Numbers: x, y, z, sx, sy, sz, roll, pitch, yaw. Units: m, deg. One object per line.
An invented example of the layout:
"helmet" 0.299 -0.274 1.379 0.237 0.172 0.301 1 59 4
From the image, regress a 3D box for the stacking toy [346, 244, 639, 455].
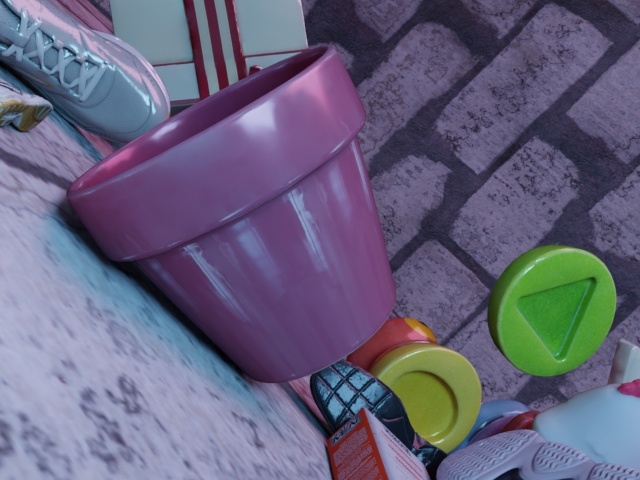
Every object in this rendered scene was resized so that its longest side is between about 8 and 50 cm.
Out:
"stacking toy" 0.194 0.146 0.755 0.309 0.279 0.130 46 -2 -23

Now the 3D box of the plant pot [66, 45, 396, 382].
"plant pot" -0.041 -0.009 0.499 0.180 0.201 0.201 62 -2 -18

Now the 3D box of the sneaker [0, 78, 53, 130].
"sneaker" -0.228 -0.104 0.522 0.037 0.032 0.083 46 2 -1

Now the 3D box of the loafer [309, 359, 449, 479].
"loafer" 0.049 0.167 0.599 0.170 0.062 0.061 49 -19 -6

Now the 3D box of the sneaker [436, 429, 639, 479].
"sneaker" 0.160 0.215 0.424 0.268 0.101 0.153 167 -99 -82

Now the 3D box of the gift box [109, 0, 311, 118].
"gift box" -0.144 -0.241 0.873 0.276 0.255 0.258 160 -78 -88

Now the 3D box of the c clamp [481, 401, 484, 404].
"c clamp" 0.164 0.177 0.904 0.160 0.022 0.137 49 13 22

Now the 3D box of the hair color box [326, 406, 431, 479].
"hair color box" 0.048 0.176 0.480 0.072 0.043 0.141 46 4 -10

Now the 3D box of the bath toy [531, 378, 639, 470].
"bath toy" 0.282 0.246 0.540 0.152 0.129 0.348 19 32 -21

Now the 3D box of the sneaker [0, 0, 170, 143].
"sneaker" -0.258 -0.177 0.645 0.262 0.099 0.121 38 11 -5

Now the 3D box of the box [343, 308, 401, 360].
"box" 0.093 0.156 0.941 0.231 0.056 0.183 51 14 31
